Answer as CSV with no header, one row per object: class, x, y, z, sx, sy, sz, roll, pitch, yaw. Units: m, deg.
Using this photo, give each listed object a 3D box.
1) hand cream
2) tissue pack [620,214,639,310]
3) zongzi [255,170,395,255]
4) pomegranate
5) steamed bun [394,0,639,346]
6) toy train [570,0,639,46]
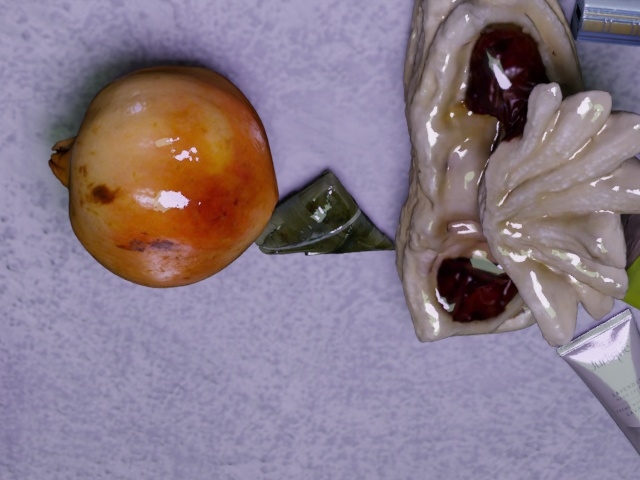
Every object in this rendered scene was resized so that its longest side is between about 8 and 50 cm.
hand cream,0.328,0.164,1.790,0.087,0.054,0.186,-31,109,10
tissue pack,0.437,0.007,1.608,0.274,0.167,0.200,27,126,-9
zongzi,0.000,0.000,1.689,0.109,0.055,0.119,-31,126,17
pomegranate,-0.136,-0.065,1.570,0.209,0.209,0.209,-1,119,-1
steamed bun,0.189,-0.058,1.564,0.247,0.189,0.428,6,121,4
toy train,0.361,-0.201,1.587,0.251,0.048,0.055,4,121,-4
